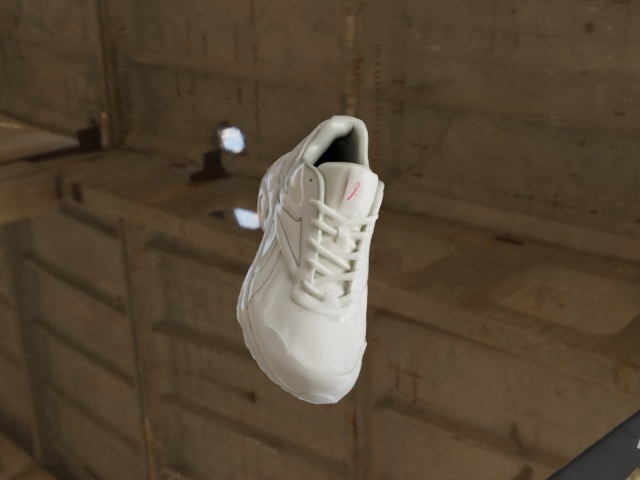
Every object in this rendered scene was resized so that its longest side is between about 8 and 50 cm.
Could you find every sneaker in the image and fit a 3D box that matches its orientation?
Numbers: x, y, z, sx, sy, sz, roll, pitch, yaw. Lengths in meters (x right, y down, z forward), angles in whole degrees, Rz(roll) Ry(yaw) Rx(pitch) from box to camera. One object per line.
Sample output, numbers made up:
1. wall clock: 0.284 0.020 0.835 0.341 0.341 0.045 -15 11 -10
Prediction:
1. sneaker: 0.000 0.000 0.672 0.115 0.090 0.232 124 -30 -46

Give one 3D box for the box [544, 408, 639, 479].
1. box: 0.153 0.216 0.494 0.143 0.270 0.165 43 -33 36
